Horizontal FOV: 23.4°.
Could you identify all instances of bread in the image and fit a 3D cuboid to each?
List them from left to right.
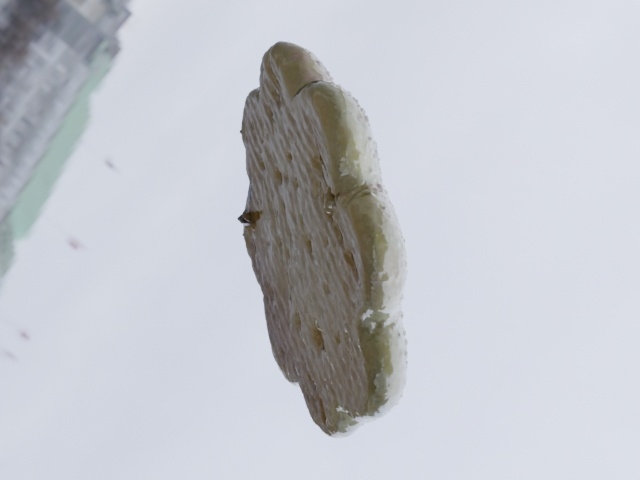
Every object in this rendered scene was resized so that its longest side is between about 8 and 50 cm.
[{"bbox_3d":[0.000,0.000,1.185,0.054,0.316,0.316,-10,-175,-18],"label":"bread"}]
